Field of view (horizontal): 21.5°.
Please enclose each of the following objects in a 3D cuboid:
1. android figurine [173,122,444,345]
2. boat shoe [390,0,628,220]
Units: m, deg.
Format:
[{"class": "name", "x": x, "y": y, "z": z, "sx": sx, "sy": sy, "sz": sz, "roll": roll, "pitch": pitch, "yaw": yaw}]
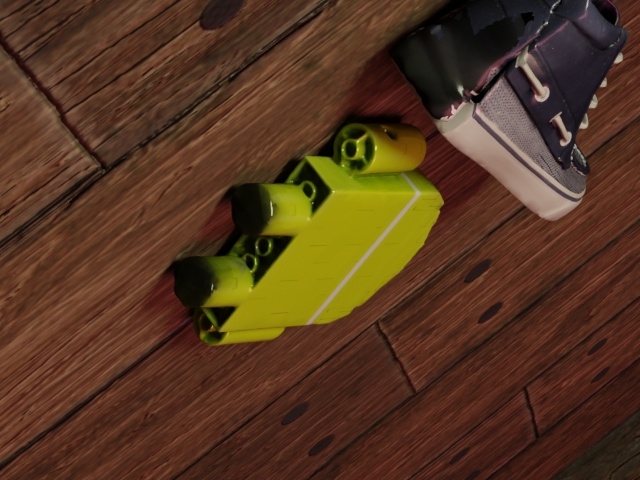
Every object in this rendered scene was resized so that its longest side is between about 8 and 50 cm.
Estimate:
[{"class": "android figurine", "x": 0.000, "y": 0.000, "z": 1.418, "sx": 0.273, "sy": 0.056, "sz": 0.248, "roll": -5, "pitch": 140, "yaw": -53}, {"class": "boat shoe", "x": 0.195, "y": -0.123, "z": 1.385, "sx": 0.158, "sy": 0.127, "sz": 0.340, "roll": -37, "pitch": 158, "yaw": 14}]
